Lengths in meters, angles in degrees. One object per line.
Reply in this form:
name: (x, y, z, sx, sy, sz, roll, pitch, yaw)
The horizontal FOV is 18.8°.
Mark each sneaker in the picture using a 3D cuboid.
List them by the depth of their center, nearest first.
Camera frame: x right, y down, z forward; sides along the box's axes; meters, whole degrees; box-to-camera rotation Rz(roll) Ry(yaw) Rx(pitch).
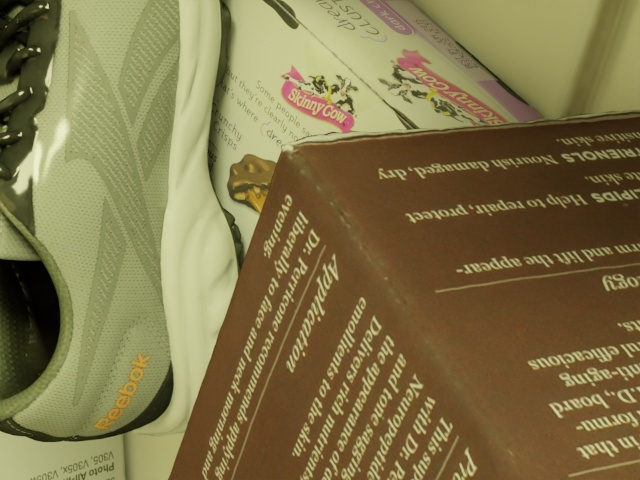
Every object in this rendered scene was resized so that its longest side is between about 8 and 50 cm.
sneaker: (-0.099, -0.051, 0.750, 0.100, 0.108, 0.271, -2, 97, 51)

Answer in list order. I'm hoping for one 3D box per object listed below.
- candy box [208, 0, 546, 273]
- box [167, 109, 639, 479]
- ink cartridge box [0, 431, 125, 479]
candy box: (0.000, 0.000, 0.789, 0.165, 0.070, 0.196, 46, 130, 28)
box: (0.078, 0.085, 0.629, 0.203, 0.167, 0.168, 55, 138, 37)
ink cartridge box: (-0.212, 0.022, 0.977, 0.211, 0.122, 0.289, 9, 107, 44)
